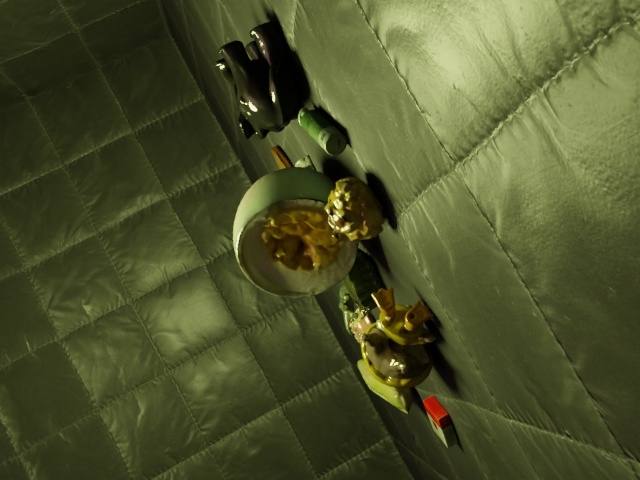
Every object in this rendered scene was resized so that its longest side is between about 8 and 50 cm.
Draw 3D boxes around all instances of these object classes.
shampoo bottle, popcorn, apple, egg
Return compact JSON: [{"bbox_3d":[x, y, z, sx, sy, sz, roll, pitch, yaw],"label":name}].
[{"bbox_3d":[-0.004,-0.282,1.539,0.204,0.065,0.065,52,167,48],"label":"shampoo bottle"},{"bbox_3d":[0.082,-0.074,1.475,0.148,0.152,0.167,7,137,56],"label":"popcorn"},{"bbox_3d":[0.253,0.523,2.330,0.265,0.120,0.193,19,140,57],"label":"apple"},{"bbox_3d":[-0.073,-0.060,1.780,0.339,0.355,0.354,-98,-12,-56],"label":"egg"}]

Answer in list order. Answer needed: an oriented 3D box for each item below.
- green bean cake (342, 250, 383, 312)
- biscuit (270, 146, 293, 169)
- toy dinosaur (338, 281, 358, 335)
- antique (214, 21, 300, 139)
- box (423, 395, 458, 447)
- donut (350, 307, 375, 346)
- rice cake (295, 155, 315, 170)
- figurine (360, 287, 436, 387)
[{"bbox_3d":[0.123,0.119,1.938,0.181,0.094,0.173,64,172,-19],"label":"green bean cake"},{"bbox_3d":[-0.122,-0.263,2.384,0.228,0.031,0.176,63,172,-15],"label":"biscuit"},{"bbox_3d":[0.098,0.235,2.368,0.188,0.075,0.247,-150,57,-77],"label":"toy dinosaur"},{"bbox_3d":[-0.166,-0.417,1.668,0.255,0.185,0.322,65,167,-9],"label":"antique"},{"bbox_3d":[0.397,0.600,2.017,0.100,0.048,0.152,45,159,56],"label":"box"},{"bbox_3d":[0.185,0.372,2.401,0.199,0.085,0.233,62,173,-5],"label":"donut"},{"bbox_3d":[-0.004,-0.154,1.984,0.057,0.052,0.256,-24,95,52],"label":"rice cake"},{"bbox_3d":[0.212,0.270,1.677,0.215,0.187,0.343,42,155,32],"label":"figurine"}]
